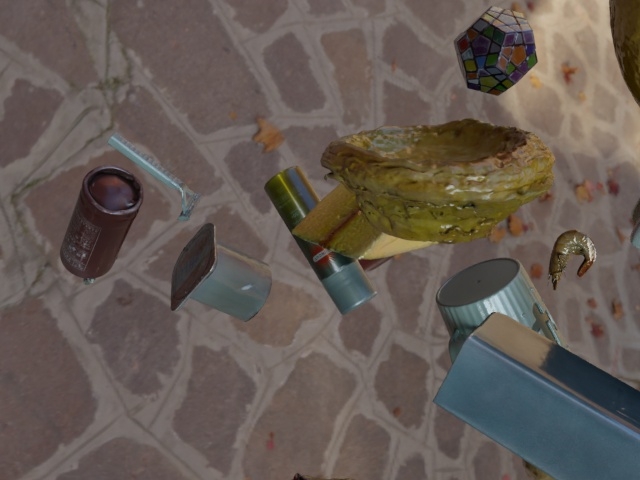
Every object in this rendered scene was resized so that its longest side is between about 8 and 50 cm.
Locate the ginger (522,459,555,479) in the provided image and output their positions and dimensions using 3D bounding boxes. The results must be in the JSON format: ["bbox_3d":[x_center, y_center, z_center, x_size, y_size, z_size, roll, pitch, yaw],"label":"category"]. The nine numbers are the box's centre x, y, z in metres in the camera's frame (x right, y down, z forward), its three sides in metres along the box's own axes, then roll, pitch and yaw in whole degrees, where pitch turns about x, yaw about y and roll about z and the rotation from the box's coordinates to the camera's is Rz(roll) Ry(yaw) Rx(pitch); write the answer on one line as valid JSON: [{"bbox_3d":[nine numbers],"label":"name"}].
[{"bbox_3d":[0.401,0.357,1.156,0.115,0.193,0.122,-3,88,-12],"label":"ginger"}]

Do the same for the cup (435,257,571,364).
[{"bbox_3d":[0.518,0.294,1.986,0.392,0.310,0.401,61,18,-15],"label":"cup"}]

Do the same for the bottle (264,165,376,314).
[{"bbox_3d":[0.000,0.000,1.317,0.082,0.082,0.286,-25,80,-40],"label":"bottle"}]

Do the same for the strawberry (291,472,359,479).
[{"bbox_3d":[0.016,0.639,1.390,0.292,0.292,0.343,17,82,-33],"label":"strawberry"}]

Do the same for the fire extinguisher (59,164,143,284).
[{"bbox_3d":[-0.372,-0.014,1.172,0.105,0.269,0.104,15,53,-21],"label":"fire extinguisher"}]

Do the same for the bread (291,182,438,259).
[{"bbox_3d":[0.100,-0.017,1.188,0.264,0.168,0.163,-43,135,-28],"label":"bread"}]

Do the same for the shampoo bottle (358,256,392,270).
[{"bbox_3d":[0.146,0.028,1.874,0.102,0.260,0.064,10,61,-29],"label":"shampoo bottle"}]

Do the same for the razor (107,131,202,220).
[{"bbox_3d":[-0.419,-0.174,1.804,0.278,0.056,0.111,43,35,-21],"label":"razor"}]

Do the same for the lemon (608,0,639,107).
[{"bbox_3d":[0.299,-0.163,0.488,0.187,0.187,0.244,-41,127,-38],"label":"lemon"}]

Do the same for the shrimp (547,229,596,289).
[{"bbox_3d":[0.582,0.050,1.643,0.045,0.095,0.162,-65,163,-64],"label":"shrimp"}]

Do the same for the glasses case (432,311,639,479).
[{"bbox_3d":[0.225,0.142,0.510,0.266,0.056,0.105,30,45,19],"label":"glasses case"}]

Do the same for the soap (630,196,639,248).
[{"bbox_3d":[0.554,-0.095,0.937,0.173,0.289,0.095,21,40,10],"label":"soap"}]

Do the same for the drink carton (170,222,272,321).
[{"bbox_3d":[-0.225,0.083,1.671,0.190,0.185,0.191,24,31,-27],"label":"drink carton"}]

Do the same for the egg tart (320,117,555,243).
[{"bbox_3d":[0.142,-0.072,0.879,0.294,0.294,0.123,-20,115,-40],"label":"egg tart"}]

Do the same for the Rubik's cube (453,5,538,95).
[{"bbox_3d":[0.223,-0.241,0.905,0.111,0.093,0.111,-14,90,-80],"label":"Rubik's cube"}]
